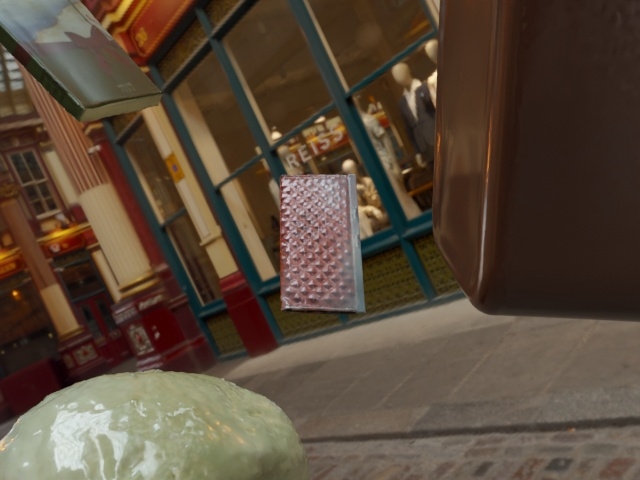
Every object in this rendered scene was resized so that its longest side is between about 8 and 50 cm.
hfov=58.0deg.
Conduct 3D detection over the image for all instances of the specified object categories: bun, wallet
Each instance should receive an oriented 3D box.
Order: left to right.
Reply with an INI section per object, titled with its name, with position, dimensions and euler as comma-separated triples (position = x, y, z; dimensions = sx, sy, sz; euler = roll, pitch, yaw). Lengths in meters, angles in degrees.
[bun]
position = -0.190, 0.255, 0.560
dimensions = 0.349, 0.227, 0.352
euler = -38, -28, -7
[wallet]
position = 0.000, 0.000, 0.727
dimensions = 0.103, 0.197, 0.020
euler = 1, -28, -7

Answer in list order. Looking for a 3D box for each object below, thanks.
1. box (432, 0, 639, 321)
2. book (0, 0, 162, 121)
[box]
position = 0.211, -0.123, 0.412
dimensions = 0.229, 0.340, 0.239
euler = 0, 14, 2
[book]
position = -0.313, -0.252, 0.631
dimensions = 0.026, 0.289, 0.201
euler = -40, 9, 19
